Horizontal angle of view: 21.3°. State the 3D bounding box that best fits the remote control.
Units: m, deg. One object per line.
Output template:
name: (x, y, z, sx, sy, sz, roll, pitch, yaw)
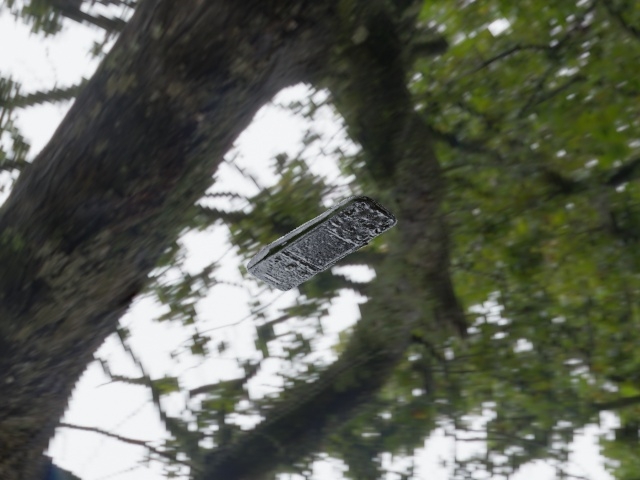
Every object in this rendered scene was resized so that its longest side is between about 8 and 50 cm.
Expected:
remote control: (0.000, 0.000, 1.014, 0.039, 0.096, 0.014, 31, -139, -38)
